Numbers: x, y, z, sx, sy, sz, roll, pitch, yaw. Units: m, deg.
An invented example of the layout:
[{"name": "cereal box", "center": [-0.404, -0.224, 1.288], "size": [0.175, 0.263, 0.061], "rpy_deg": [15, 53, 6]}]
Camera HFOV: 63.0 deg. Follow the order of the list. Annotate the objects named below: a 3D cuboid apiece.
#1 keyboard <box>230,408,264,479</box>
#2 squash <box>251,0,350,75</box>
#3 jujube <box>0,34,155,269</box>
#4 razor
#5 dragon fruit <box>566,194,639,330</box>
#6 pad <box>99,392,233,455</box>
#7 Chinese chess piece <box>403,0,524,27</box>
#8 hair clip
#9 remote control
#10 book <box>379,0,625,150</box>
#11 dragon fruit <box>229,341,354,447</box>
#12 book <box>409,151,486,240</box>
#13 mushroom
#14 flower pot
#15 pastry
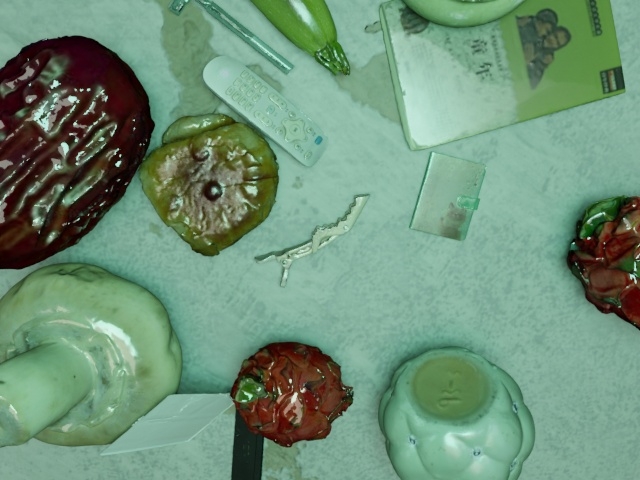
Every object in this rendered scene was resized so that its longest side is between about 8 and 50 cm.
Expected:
[{"name": "keyboard", "center": [-0.135, 0.396, 0.981], "size": [0.060, 0.018, 0.195], "rpy_deg": [7, 101, 6]}, {"name": "squash", "center": [-0.066, -0.384, 0.787], "size": [0.341, 0.094, 0.094], "rpy_deg": [44, 99, -5]}, {"name": "jujube", "center": [-0.414, -0.121, 0.772], "size": [0.377, 0.258, 0.258], "rpy_deg": [-40, 99, 1]}, {"name": "razor", "center": [-0.131, -0.335, 0.822], "size": [0.211, 0.036, 0.084], "rpy_deg": [37, 102, -6]}, {"name": "dragon fruit", "center": [0.518, 0.061, 0.807], "size": [0.234, 0.234, 0.293], "rpy_deg": [-27, 96, 6]}, {"name": "pad", "center": [-0.237, 0.303, 0.872], "size": [0.156, 0.232, 0.004], "rpy_deg": [-41, 64, 8]}, {"name": "Chinese chess piece", "center": [0.213, -0.440, 0.750], "size": [0.250, 0.101, 0.250], "rpy_deg": [0, 94, 2]}, {"name": "hair clip", "center": [0.000, 0.000, 0.890], "size": [0.226, 0.034, 0.072], "rpy_deg": [-32, 103, 5]}, {"name": "remote control", "center": [-0.092, -0.206, 0.843], "size": [0.229, 0.044, 0.073], "rpy_deg": [38, 66, -12]}, {"name": "book", "center": [0.285, -0.301, 0.827], "size": [0.352, 0.035, 0.239], "rpy_deg": [-15, 98, 3]}, {"name": "dragon fruit", "center": [-0.053, 0.255, 0.874], "size": [0.209, 0.172, 0.172], "rpy_deg": [20, 102, -24]}, {"name": "book", "center": [0.218, -0.073, 0.882], "size": [0.103, 0.017, 0.135], "rpy_deg": [14, 101, -2]}, {"name": "mushroom", "center": [-0.386, 0.199, 0.783], "size": [0.314, 0.336, 0.314], "rpy_deg": [1, 100, 8]}, {"name": "flower pot", "center": [0.214, 0.294, 0.844], "size": [0.246, 0.246, 0.195], "rpy_deg": [-13, 126, 3]}, {"name": "pastry", "center": [-0.177, -0.089, 0.840], "size": [0.219, 0.100, 0.229], "rpy_deg": [2, 100, 0]}]
